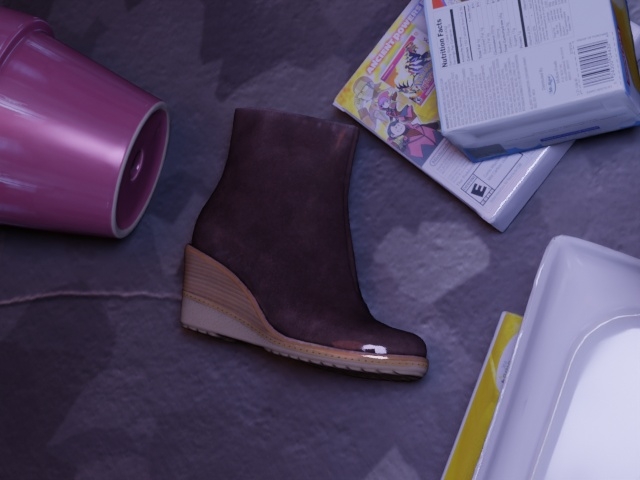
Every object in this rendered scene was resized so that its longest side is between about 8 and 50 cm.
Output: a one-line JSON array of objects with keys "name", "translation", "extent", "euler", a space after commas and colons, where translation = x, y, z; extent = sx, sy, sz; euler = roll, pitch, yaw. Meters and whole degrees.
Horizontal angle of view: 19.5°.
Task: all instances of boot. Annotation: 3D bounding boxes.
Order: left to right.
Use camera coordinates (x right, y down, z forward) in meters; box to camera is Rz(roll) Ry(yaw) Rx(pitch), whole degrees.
[{"name": "boot", "translation": [0.000, 0.000, 1.574], "extent": [0.248, 0.090, 0.207], "euler": [14, 85, 28]}]

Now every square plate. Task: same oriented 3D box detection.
[{"name": "square plate", "translation": [0.279, 0.204, 1.366], "extent": [0.347, 0.049, 0.344], "euler": [18, 85, 11]}]

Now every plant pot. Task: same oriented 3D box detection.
[{"name": "plant pot", "translation": [-0.239, -0.088, 1.648], "extent": [0.180, 0.201, 0.201], "euler": [19, 84, 9]}]

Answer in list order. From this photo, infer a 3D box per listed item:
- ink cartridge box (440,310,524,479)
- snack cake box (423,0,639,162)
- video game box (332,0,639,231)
[{"name": "ink cartridge box", "translation": [0.231, 0.245, 1.436], "extent": [0.307, 0.072, 0.304], "euler": [18, 84, 26]}, {"name": "snack cake box", "translation": [0.163, -0.211, 1.513], "extent": [0.152, 0.089, 0.264], "euler": [-12, 72, 19]}, {"name": "video game box", "translation": [0.143, -0.141, 1.577], "extent": [0.187, 0.048, 0.205], "euler": [40, 93, 23]}]
